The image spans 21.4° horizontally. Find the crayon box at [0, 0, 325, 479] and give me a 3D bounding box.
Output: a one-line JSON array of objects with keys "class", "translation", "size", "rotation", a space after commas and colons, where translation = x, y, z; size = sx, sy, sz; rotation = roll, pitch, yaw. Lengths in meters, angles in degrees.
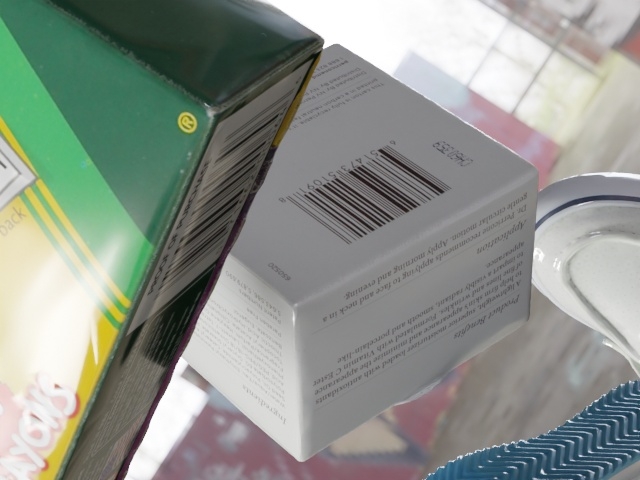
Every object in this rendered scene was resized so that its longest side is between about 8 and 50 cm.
[{"class": "crayon box", "translation": [-0.211, -0.011, 0.747], "size": [0.106, 0.313, 0.363], "rotation": [-42, -18, -56]}]

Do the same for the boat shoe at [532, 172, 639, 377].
[{"class": "boat shoe", "translation": [0.307, 0.085, 1.266], "size": [0.136, 0.367, 0.156], "rotation": [-50, 23, 27]}]

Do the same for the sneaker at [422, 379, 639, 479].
[{"class": "sneaker", "translation": [0.138, 0.162, 0.981], "size": [0.228, 0.087, 0.092], "rotation": [-19, -63, -26]}]

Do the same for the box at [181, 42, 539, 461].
[{"class": "box", "translation": [0.000, 0.000, 0.973], "size": [0.181, 0.182, 0.119], "rotation": [-28, -44, -29]}]
